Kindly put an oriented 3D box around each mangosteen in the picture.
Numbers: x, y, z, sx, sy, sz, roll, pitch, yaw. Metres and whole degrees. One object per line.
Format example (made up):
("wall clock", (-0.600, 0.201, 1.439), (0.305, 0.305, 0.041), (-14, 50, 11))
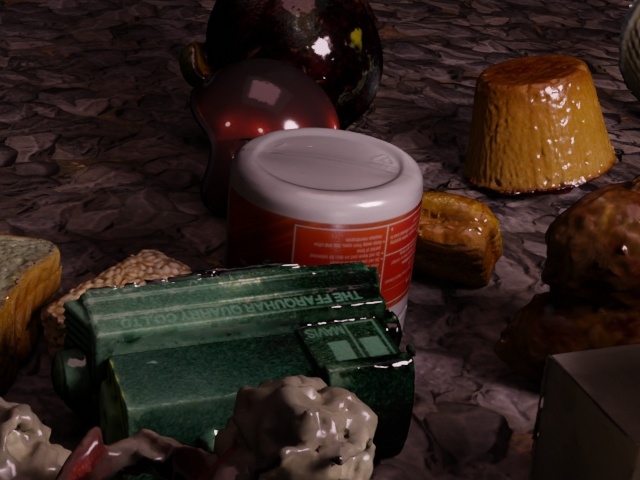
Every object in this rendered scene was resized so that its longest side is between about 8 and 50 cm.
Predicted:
("mangosteen", (-0.051, -0.265, 1.691), (0.288, 0.288, 0.288), (5, 26, -2))

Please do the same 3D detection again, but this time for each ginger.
("ginger", (0.398, 0.068, 1.134), (0.418, 0.254, 0.176), (16, 22, 9))

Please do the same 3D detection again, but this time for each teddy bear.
("teddy bear", (-0.156, 0.250, 0.684), (0.357, 0.225, 0.367), (-5, 22, 25))

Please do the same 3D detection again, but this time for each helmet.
("helmet", (-0.071, -0.132, 1.509), (0.216, 0.193, 0.189), (46, 25, -13))

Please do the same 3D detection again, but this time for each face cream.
("face cream", (0.000, 0.000, 1.232), (0.201, 0.187, 0.201), (4, 26, -2))

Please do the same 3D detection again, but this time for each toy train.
("toy train", (-0.066, 0.118, 1.047), (0.330, 0.139, 0.178), (-6, 33, -21))

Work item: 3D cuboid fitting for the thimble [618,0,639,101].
("thimble", (0.631, -0.306, 1.896), (0.270, 0.271, 0.150), (-3, 30, -18))

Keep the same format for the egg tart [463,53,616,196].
("egg tart", (0.296, -0.158, 1.635), (0.215, 0.171, 0.215), (-10, 23, 4))

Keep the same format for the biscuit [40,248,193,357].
("biscuit", (-0.201, 0.070, 1.185), (0.082, 0.070, 0.168), (18, 31, 31))

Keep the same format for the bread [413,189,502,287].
("bread", (0.079, -0.023, 1.381), (0.270, 0.139, 0.077), (15, 67, 21))

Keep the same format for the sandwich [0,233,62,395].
("sandwich", (-0.397, 0.054, 1.158), (0.251, 0.087, 0.226), (9, 25, 6))

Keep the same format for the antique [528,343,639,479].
("antique", (0.268, 0.182, 0.963), (0.147, 0.152, 0.147), (-6, 27, -18))
